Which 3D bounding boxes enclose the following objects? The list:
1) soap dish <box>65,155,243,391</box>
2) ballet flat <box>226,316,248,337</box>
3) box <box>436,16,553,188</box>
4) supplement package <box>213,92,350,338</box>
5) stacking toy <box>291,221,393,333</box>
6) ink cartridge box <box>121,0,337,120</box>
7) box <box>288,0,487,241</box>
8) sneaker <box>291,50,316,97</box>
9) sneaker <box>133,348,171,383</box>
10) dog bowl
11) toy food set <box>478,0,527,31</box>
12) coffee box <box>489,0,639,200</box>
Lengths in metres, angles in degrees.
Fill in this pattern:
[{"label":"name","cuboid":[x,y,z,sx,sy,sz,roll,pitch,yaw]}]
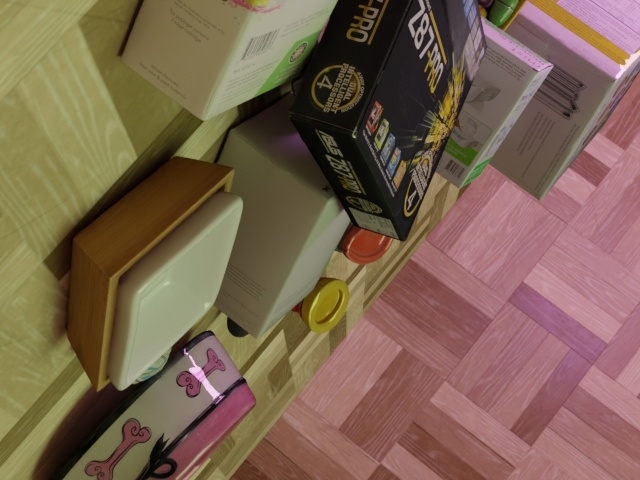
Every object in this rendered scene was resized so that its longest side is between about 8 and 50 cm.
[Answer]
[{"label":"soap dish","cuboid":[-0.221,0.041,1.486,0.229,0.118,0.291,-45,166,-34]},{"label":"ballet flat","cuboid":[-0.113,0.086,2.150,0.203,0.074,0.074,-57,169,-12]},{"label":"box","cuboid":[0.196,-0.256,1.858,0.231,0.262,0.127,-59,167,23]},{"label":"supplement package","cuboid":[-0.065,-0.037,1.705,0.175,0.177,0.293,-39,163,-49]},{"label":"stacking toy","cuboid":[0.000,0.000,2.362,0.309,0.130,0.279,-53,142,-14]},{"label":"ink cartridge box","cuboid":[-0.042,-0.310,1.141,0.207,0.119,0.353,-36,161,-54]},{"label":"box","cuboid":[0.099,-0.207,1.465,0.395,0.097,0.318,56,54,-67]},{"label":"sneaker","cuboid":[0.044,-0.265,1.575,0.268,0.101,0.153,-60,-178,45]},{"label":"sneaker","cuboid":[-0.289,0.179,1.704,0.086,0.085,0.237,-61,167,4]},{"label":"dog bowl","cuboid":[-0.276,0.348,1.964,0.408,0.150,0.408,-47,175,-6]},{"label":"toy food set","cuboid":[0.301,-0.452,2.014,0.218,0.128,0.071,-55,167,2]},{"label":"coffee box","cuboid":[0.437,-0.362,2.276,0.334,0.338,0.337,-43,165,-40]}]
